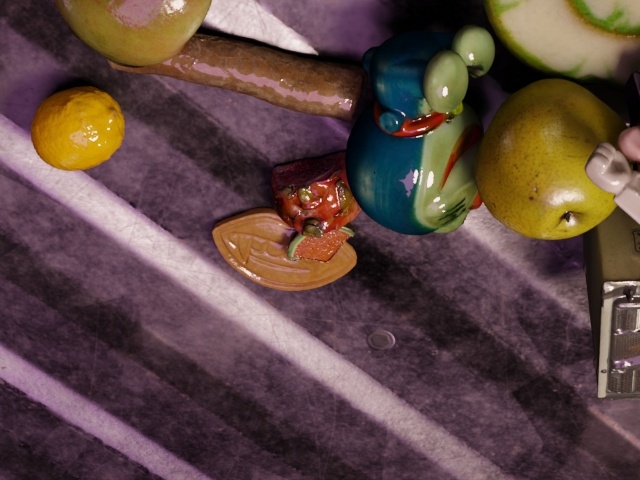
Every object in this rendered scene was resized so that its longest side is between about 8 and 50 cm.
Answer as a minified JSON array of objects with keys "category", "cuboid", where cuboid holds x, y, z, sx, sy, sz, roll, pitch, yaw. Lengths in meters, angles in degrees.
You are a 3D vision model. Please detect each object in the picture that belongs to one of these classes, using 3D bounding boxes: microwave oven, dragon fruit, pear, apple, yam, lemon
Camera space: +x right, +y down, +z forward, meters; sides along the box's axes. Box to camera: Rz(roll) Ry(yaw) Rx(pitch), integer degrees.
[{"category":"microwave oven","cuboid":[0.550,0.031,1.651,0.394,0.333,0.247,-2,134,8]},{"category":"dragon fruit","cuboid":[-0.005,-0.059,1.790,0.147,0.096,0.102,-10,123,13]},{"category":"pear","cuboid":[0.285,-0.095,1.552,0.198,0.198,0.198,4,130,4]},{"category":"apple","cuboid":[-0.233,-0.321,1.564,0.188,0.174,0.207,28,111,-18]},{"category":"yam","cuboid":[-0.116,-0.228,1.679,0.356,0.081,0.081,11,130,-1]},{"category":"lemon","cuboid":[-0.338,-0.153,1.744,0.155,0.114,0.114,-13,128,31]}]

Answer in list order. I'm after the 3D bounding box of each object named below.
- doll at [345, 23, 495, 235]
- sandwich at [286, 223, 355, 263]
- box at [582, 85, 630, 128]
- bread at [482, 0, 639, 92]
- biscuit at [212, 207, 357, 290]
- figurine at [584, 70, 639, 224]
[{"category":"doll","cuboid":[0.129,-0.138,1.643,0.186,0.198,0.322,19,130,25]},{"category":"sandwich","cuboid":[-0.005,0.000,1.853,0.069,0.026,0.101,32,116,-23]},{"category":"box","cuboid":[0.462,-0.166,1.637,0.243,0.103,0.055,1,129,7]},{"category":"bread","cuboid":[0.367,-0.341,1.475,0.382,0.129,0.366,35,132,-27]},{"category":"biscuit","cuboid":[-0.057,0.017,1.902,0.220,0.029,0.142,15,129,-5]},{"category":"figurine","cuboid":[0.439,-0.076,1.444,0.308,0.308,0.143,30,140,-17]}]
